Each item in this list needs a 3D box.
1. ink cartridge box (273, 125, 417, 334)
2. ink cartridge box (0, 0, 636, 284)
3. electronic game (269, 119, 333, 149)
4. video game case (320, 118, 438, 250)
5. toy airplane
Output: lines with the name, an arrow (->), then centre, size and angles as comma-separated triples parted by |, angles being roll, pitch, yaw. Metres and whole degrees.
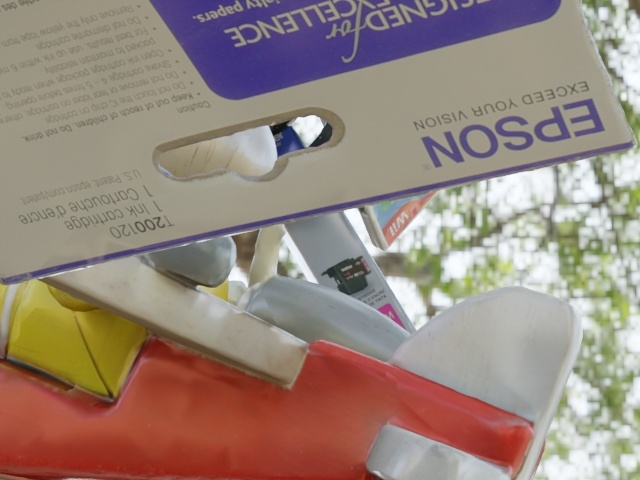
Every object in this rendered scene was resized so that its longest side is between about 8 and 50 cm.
ink cartridge box -> 0.000, 0.000, 1.398 | 0.065, 0.311, 0.186 | -33, -7, -4
ink cartridge box -> -0.050, -0.088, 0.372 | 0.206, 0.045, 0.208 | -11, -50, 25
electronic game -> -0.054, -0.132, 1.284 | 0.229, 0.229, 0.048 | -8, 4, 18
video game case -> 0.102, -0.144, 1.930 | 0.025, 0.204, 0.285 | 28, -24, 35
toy airplane -> -0.050, 0.043, 0.796 | 0.384, 0.272, 0.386 | 9, -17, -21
